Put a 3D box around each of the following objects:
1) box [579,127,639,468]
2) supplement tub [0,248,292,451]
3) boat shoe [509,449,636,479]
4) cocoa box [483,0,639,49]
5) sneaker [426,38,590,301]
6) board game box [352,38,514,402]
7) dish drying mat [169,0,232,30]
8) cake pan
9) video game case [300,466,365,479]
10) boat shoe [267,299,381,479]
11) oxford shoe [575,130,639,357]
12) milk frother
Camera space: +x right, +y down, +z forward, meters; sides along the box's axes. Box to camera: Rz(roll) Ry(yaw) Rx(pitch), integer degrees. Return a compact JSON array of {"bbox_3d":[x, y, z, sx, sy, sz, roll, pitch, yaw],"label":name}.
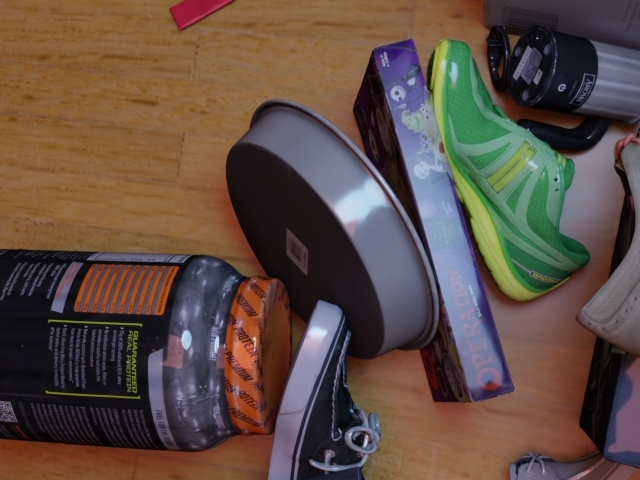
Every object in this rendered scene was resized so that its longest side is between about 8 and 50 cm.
[{"bbox_3d":[0.367,0.039,0.959,0.179,0.312,0.343,12,86,10],"label":"box"},{"bbox_3d":[-0.210,0.115,1.098,0.338,0.207,0.207,2,85,11],"label":"supplement tub"},{"bbox_3d":[0.221,0.267,1.079,0.227,0.079,0.081,-36,85,8],"label":"boat shoe"},{"bbox_3d":[0.288,-0.343,0.989,0.231,0.347,0.228,12,86,11],"label":"cocoa box"},{"bbox_3d":[0.193,-0.081,1.070,0.123,0.109,0.295,-22,110,13],"label":"sneaker"},{"bbox_3d":[0.106,-0.007,1.059,0.056,0.208,0.347,-15,82,-2],"label":"board game box"},{"bbox_3d":[-0.136,-0.281,1.227,0.083,0.008,0.032,-28,80,7],"label":"dish drying mat"},{"bbox_3d":[0.000,0.000,1.037,0.054,0.293,0.293,-34,79,-22],"label":"cake pan"},{"bbox_3d":[-0.053,0.365,1.069,0.275,0.035,0.248,-16,118,8],"label":"video game case"},{"bbox_3d":[0.008,0.201,1.058,0.105,0.113,0.306,14,115,5],"label":"boat shoe"},{"bbox_3d":[0.288,-0.076,0.766,0.130,0.123,0.348,18,87,18],"label":"oxford shoe"},{"bbox_3d":[0.260,-0.182,1.112,0.134,0.129,0.143,7,52,-24],"label":"milk frother"}]
